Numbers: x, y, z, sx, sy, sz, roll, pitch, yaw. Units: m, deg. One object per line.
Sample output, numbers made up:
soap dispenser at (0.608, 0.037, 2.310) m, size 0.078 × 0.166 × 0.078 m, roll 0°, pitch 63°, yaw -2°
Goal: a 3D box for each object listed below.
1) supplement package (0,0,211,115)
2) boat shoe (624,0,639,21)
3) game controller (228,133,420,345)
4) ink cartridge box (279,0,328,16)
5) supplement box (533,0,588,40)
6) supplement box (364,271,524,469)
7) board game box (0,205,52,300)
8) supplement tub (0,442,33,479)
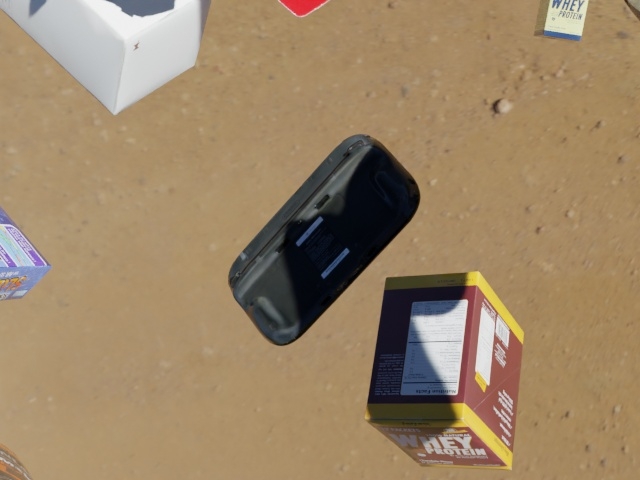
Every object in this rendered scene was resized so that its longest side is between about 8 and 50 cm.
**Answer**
supplement package at (-0.197, -0.218, 0.898) m, size 0.179 × 0.105 × 0.105 m, roll 43°, pitch 145°, yaw 10°
boat shoe at (0.334, -0.163, 0.762) m, size 0.123 × 0.342 × 0.123 m, roll 20°, pitch 121°, yaw -19°
game controller at (0.000, 0.000, 1.485) m, size 0.319 × 0.067 × 0.166 m, roll -47°, pitch 64°, yaw 13°
ink cartridge box at (-0.027, -0.512, 1.510) m, size 0.309 × 0.272 × 0.130 m, roll 43°, pitch 158°, yaw 21°
supplement box at (0.356, -0.340, 1.530) m, size 0.056 × 0.083 × 0.083 m, roll 9°, pitch 100°, yaw -1°
supplement box at (0.165, 0.171, 1.330) m, size 0.129 × 0.191 × 0.194 m, roll -5°, pitch 60°, yaw 28°
board game box at (-0.273, -0.045, 0.651) m, size 0.035 × 0.136 × 0.201 m, roll -44°, pitch 80°, yaw 10°
supplement tub at (-0.178, 0.148, 0.487) m, size 0.198 × 0.106 × 0.106 m, roll 6°, pitch 109°, yaw 67°
